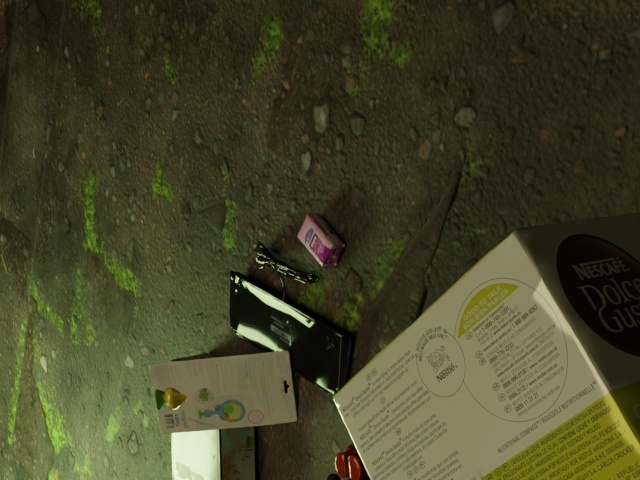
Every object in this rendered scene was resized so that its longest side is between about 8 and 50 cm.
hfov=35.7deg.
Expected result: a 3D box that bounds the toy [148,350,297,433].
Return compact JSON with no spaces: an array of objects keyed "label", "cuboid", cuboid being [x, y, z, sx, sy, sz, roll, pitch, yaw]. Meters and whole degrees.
[{"label":"toy","cuboid":[-0.165,0.252,1.704,0.056,0.237,0.137,-101,5,-69]}]

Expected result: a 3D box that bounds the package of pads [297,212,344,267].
[{"label":"package of pads","cuboid":[0.000,0.000,1.592,0.083,0.032,0.050,50,133,34]}]

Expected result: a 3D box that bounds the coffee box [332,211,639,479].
[{"label":"coffee box","cuboid":[0.284,0.196,1.037,0.338,0.337,0.334,-50,58,42]}]

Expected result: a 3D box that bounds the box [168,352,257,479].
[{"label":"box","cuboid":[-0.199,0.368,1.838,0.169,0.087,0.290,6,99,50]}]

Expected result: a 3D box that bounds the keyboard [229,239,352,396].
[{"label":"keyboard","cuboid":[-0.055,0.118,1.677,0.317,0.033,0.202,25,120,45]}]

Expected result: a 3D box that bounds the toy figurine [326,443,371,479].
[{"label":"toy figurine","cuboid":[0.095,0.401,1.454,0.209,0.148,0.213,50,128,27]}]
